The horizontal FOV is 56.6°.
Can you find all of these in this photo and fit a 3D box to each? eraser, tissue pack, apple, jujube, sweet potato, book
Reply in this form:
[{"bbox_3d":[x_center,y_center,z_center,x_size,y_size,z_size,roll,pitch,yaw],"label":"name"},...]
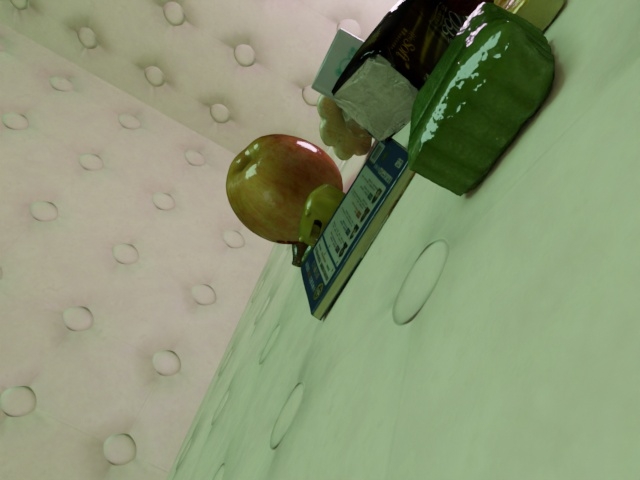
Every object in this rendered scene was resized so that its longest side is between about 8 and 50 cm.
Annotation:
[{"bbox_3d":[0.140,-0.461,1.726,0.189,0.290,0.104,-63,8,4],"label":"eraser"},{"bbox_3d":[0.005,-0.059,1.694,0.127,0.123,0.178,-56,-12,-41],"label":"tissue pack"},{"bbox_3d":[-0.135,-0.186,2.062,0.391,0.346,0.391,-32,40,32],"label":"apple"},{"bbox_3d":[0.353,-0.595,1.333,0.168,0.168,0.236,-60,11,9],"label":"jujube"},{"bbox_3d":[-0.054,-0.032,2.201,0.286,0.085,0.112,-65,13,-20],"label":"sweet potato"},{"bbox_3d":[0.080,-0.046,1.435,0.428,0.039,0.300,-58,16,14],"label":"book"},{"bbox_3d":[0.201,-0.445,1.453,0.210,0.198,0.370,-39,16,53],"label":"tissue pack"}]

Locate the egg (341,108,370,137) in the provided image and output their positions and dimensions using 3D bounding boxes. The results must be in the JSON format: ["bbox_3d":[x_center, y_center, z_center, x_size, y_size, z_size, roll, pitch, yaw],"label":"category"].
[{"bbox_3d":[0.160,-0.435,1.877,0.195,0.195,0.233,-121,48,-81],"label":"egg"}]

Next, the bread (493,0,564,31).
[{"bbox_3d":[0.343,-0.398,0.997,0.125,0.068,0.188,-53,11,44],"label":"bread"}]

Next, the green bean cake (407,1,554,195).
[{"bbox_3d":[0.232,-0.213,0.881,0.248,0.125,0.222,-58,10,36],"label":"green bean cake"}]

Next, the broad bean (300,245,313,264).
[{"bbox_3d":[0.002,-0.004,1.887,0.195,0.046,0.061,-58,-5,-11],"label":"broad bean"}]

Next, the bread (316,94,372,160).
[{"bbox_3d":[0.100,-0.422,1.991,0.054,0.316,0.316,16,74,44],"label":"bread"}]
